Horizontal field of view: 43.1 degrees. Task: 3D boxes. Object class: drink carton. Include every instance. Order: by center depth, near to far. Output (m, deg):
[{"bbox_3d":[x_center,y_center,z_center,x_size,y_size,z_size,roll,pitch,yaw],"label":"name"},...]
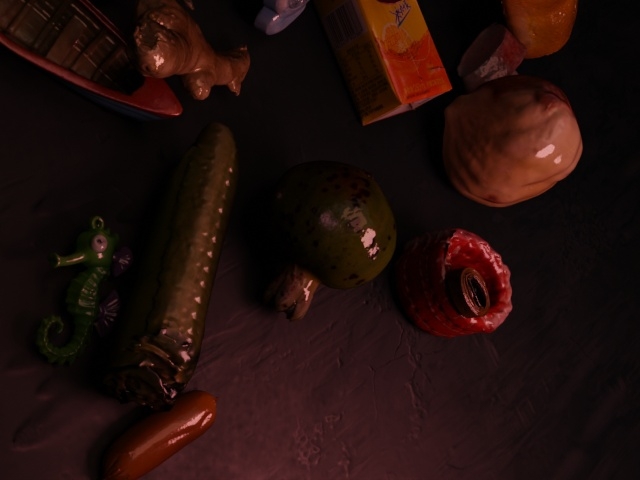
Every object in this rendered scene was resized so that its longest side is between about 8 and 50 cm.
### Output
[{"bbox_3d":[0.087,-0.393,1.403,0.154,0.111,0.352,-23,91,-41],"label":"drink carton"}]

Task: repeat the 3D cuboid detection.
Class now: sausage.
[{"bbox_3d":[-0.198,0.243,1.023,0.183,0.054,0.062,-28,77,-37],"label":"sausage"}]

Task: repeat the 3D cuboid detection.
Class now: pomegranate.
[{"bbox_3d":[0.000,0.000,1.183,0.202,0.202,0.248,37,85,-25],"label":"pomegranate"}]

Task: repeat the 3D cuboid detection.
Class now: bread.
[{"bbox_3d":[0.434,-0.575,1.630,0.337,0.147,0.328,45,43,-63],"label":"bread"}]

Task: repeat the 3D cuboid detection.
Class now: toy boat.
[{"bbox_3d":[-0.350,-0.269,1.030,0.392,0.079,0.136,37,56,-25],"label":"toy boat"},{"bbox_3d":[0.386,-0.278,1.644,0.282,0.096,0.206,48,61,-34],"label":"toy boat"}]

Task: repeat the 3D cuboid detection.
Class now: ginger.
[{"bbox_3d":[-0.180,-0.259,1.106,0.148,0.081,0.333,56,15,13],"label":"ginger"}]

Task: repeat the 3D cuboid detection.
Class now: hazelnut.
[{"bbox_3d":[0.337,-0.184,1.471,0.241,0.261,0.261,30,59,-14],"label":"hazelnut"}]

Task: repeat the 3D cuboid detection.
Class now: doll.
[{"bbox_3d":[-0.293,0.061,1.000,0.115,0.050,0.190,25,68,-43],"label":"doll"}]

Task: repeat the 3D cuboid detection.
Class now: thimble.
[{"bbox_3d":[0.226,0.077,1.367,0.189,0.125,0.163,36,57,-26],"label":"thimble"}]

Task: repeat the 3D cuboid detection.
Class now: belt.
[{"bbox_3d":[0.235,0.081,1.271,0.059,0.036,0.083,-33,102,-38],"label":"belt"}]

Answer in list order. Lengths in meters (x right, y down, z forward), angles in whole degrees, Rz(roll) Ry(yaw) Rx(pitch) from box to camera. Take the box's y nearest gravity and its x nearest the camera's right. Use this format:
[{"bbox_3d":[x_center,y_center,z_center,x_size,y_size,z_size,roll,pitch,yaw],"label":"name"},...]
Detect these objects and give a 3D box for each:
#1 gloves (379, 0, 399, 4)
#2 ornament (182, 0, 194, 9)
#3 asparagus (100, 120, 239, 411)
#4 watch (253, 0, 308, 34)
[{"bbox_3d":[0.104,-0.469,1.298,0.145,0.126,0.241,39,25,-22],"label":"gloves"},{"bbox_3d":[-0.240,-0.416,1.120,0.236,0.080,0.202,-4,87,-16],"label":"ornament"},{"bbox_3d":[-0.181,0.026,1.058,0.108,0.128,0.382,8,61,6],"label":"asparagus"},{"bbox_3d":[-0.083,-0.456,1.255,0.193,0.211,0.211,41,52,6],"label":"watch"}]
